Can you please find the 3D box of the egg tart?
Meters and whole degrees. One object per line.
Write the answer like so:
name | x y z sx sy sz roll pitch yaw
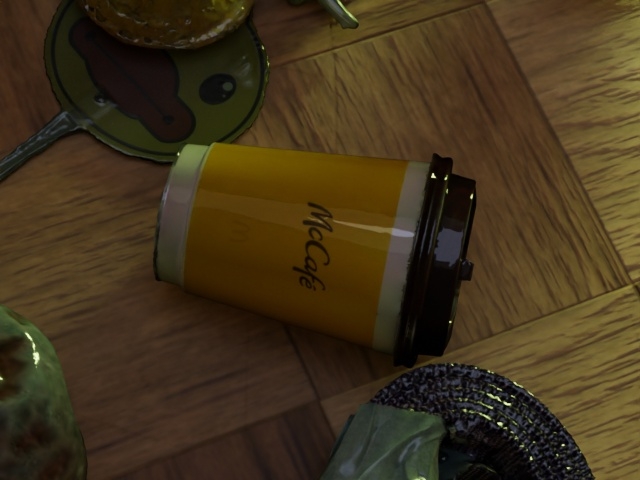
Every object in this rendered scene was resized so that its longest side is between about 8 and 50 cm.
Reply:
egg tart | -0.153 -0.271 1.690 0.191 0.074 0.191 3 66 -6

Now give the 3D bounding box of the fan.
fan | -0.189 -0.152 1.671 0.335 0.011 0.229 -39 76 -22

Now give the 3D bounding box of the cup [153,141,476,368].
cup | 0.000 0.000 1.546 0.280 0.196 0.196 12 65 4

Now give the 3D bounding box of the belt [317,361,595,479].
belt | 0.115 0.265 1.477 0.260 0.122 0.324 4 65 -12

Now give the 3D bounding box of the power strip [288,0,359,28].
power strip | -0.039 -0.331 1.753 0.093 0.053 0.288 -30 73 -20

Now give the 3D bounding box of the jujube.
jujube | -0.355 0.167 1.393 0.308 0.215 0.246 -20 70 -15
